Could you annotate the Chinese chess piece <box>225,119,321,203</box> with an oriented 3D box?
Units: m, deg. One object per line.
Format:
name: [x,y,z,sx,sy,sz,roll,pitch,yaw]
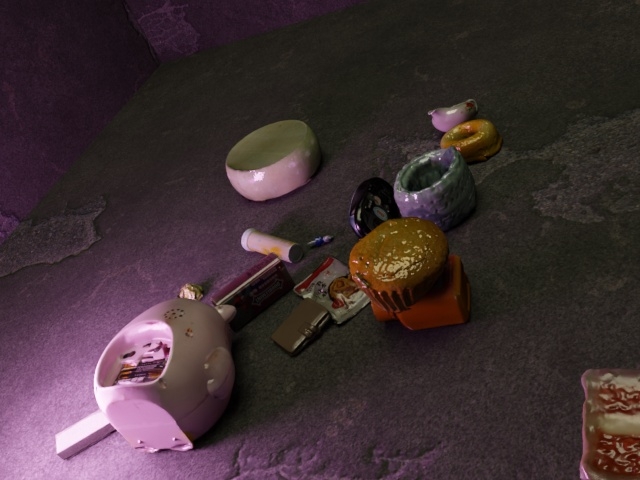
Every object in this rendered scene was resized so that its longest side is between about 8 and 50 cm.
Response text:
Chinese chess piece: [-0.167,-0.288,2.452,0.350,0.146,0.349,-18,34,13]

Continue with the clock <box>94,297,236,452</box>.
clock: [-0.382,0.304,1.724,0.369,0.250,0.376,-11,38,23]

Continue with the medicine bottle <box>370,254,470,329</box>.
medicine bottle: [0.240,0.131,1.647,0.222,0.112,0.149,-12,37,22]

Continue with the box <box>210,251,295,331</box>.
box: [-0.189,0.143,1.923,0.224,0.120,0.069,-39,36,-14]

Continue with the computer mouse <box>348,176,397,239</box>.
computer mouse: [0.148,-0.077,1.975,0.096,0.137,0.233,-26,30,40]

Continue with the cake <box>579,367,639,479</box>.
cake: [0.561,0.343,1.043,0.309,0.230,0.237,-5,41,29]

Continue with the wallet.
wallet: [-0.049,0.225,1.784,0.153,0.038,0.118,-45,37,-13]

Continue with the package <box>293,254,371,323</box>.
package: [0.039,0.133,1.856,0.154,0.030,0.239,-40,37,-15]

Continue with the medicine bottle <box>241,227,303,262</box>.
medicine bottle: [-0.148,0.018,2.106,0.218,0.073,0.074,16,53,43]

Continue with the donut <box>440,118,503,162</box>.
donut: [0.461,-0.312,2.113,0.190,0.074,0.174,2,44,37]

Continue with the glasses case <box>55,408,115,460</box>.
glasses case: [-0.596,0.495,1.802,0.205,0.047,0.071,-30,38,-4]

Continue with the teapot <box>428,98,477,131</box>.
teapot: [0.442,-0.405,2.226,0.226,0.092,0.145,-26,12,-39]

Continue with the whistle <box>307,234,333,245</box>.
whistle: [0.000,0.000,2.064,0.083,0.029,0.033,-15,-1,10]

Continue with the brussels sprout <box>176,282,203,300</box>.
brussels sprout: [-0.407,0.162,2.108,0.085,0.058,0.085,-35,23,17]

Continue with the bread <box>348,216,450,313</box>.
bread: [0.185,0.050,1.565,0.240,0.139,0.239,-18,37,14]

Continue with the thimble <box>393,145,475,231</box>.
thimble: [0.320,-0.146,1.907,0.250,0.171,0.205,-44,35,-20]
